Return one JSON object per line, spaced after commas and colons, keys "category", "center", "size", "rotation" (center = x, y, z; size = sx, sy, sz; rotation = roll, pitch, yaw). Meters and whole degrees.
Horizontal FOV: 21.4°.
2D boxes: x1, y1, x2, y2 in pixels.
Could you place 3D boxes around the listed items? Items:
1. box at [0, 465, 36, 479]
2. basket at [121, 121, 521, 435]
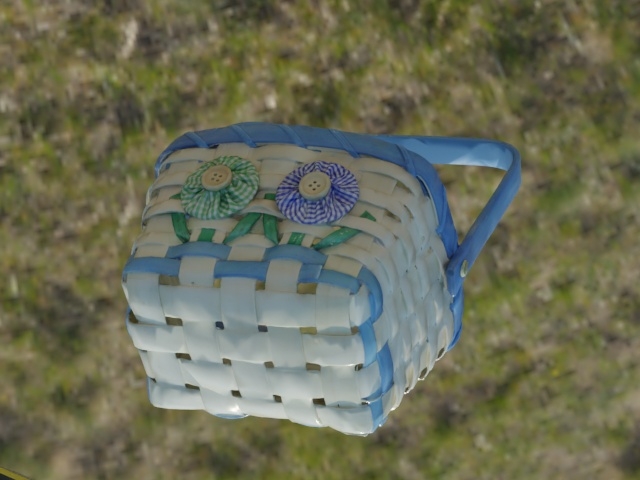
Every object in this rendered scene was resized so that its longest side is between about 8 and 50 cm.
{"category": "box", "center": [-0.387, 0.237, 1.412], "size": [0.322, 0.079, 0.257], "rotation": [30, 136, -33]}
{"category": "basket", "center": [0.000, 0.000, 1.252], "size": [0.255, 0.289, 0.201], "rotation": [3, 121, 19]}
